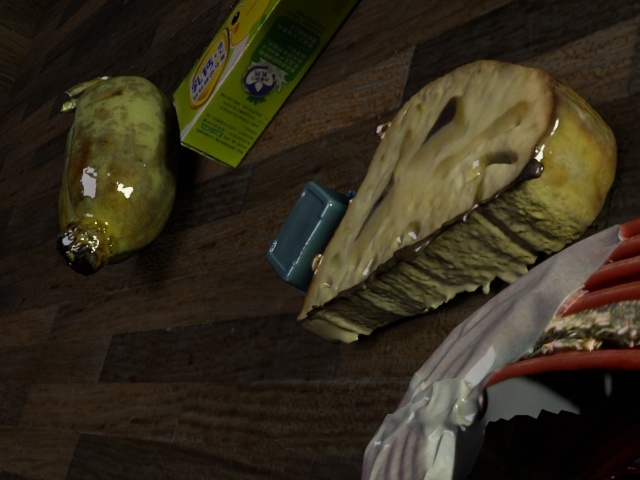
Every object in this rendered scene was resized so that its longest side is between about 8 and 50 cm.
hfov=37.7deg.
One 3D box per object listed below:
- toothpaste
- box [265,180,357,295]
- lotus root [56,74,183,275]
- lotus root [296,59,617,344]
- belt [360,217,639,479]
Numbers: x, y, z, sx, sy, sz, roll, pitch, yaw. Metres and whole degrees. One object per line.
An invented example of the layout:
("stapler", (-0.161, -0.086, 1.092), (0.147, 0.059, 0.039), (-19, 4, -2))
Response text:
("toothpaste", (-0.044, -0.238, 1.024), (0.327, 0.077, 0.110), (-51, 34, 23))
("box", (0.000, 0.000, 0.794), (0.099, 0.054, 0.074), (-60, 28, 9))
("lotus root", (-0.255, -0.078, 1.166), (0.173, 0.173, 0.309), (-40, 37, 36))
("lotus root", (0.087, -0.034, 0.664), (0.260, 0.074, 0.170), (-27, 45, 49))
("belt", (0.131, 0.106, 0.387), (0.324, 0.115, 0.227), (-26, 31, 59))
